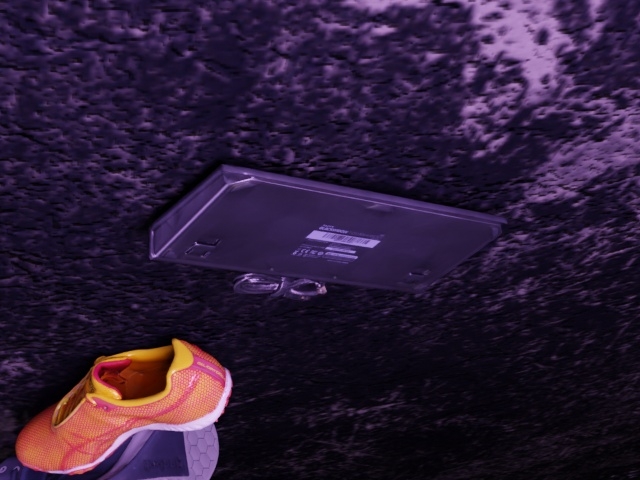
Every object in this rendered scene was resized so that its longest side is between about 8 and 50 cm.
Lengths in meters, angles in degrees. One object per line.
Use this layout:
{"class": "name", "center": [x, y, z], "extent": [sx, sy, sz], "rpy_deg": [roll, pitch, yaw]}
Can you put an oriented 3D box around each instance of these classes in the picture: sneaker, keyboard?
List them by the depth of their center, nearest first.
{"class": "keyboard", "center": [0.000, 0.000, 0.603], "extent": [0.180, 0.023, 0.108], "rpy_deg": [10, 144, -37]}
{"class": "sneaker", "center": [-0.138, 0.102, 0.760], "extent": [0.175, 0.064, 0.067], "rpy_deg": [-26, 130, 26]}
{"class": "sneaker", "center": [-0.187, 0.203, 0.825], "extent": [0.163, 0.086, 0.226], "rpy_deg": [-18, -169, 28]}
